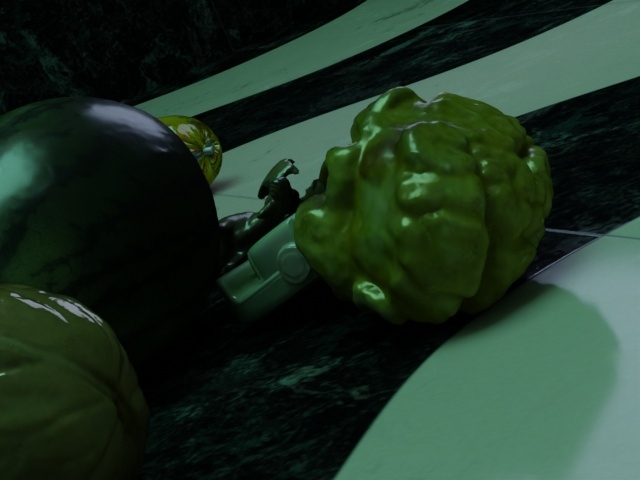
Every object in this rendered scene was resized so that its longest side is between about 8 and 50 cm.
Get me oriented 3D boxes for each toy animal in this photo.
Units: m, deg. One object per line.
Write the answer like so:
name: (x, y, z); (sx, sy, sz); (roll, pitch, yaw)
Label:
toy animal: (-0.083, -0.015, 1.864); (0.214, 0.094, 0.186); (-26, 2, 27)

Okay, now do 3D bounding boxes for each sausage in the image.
sausage: (-0.264, -0.106, 2.497); (0.347, 0.123, 0.123); (-9, 18, 48)

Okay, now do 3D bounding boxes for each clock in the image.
clock: (0.000, 0.000, 1.603); (0.151, 0.062, 0.191); (-31, -4, -38)

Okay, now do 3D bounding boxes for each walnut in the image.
walnut: (-0.248, 0.142, 1.248); (0.261, 0.225, 0.225); (-15, 15, 28)

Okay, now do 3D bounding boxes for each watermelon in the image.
watermelon: (-0.236, 0.006, 1.623); (0.279, 0.279, 0.359); (-16, 13, 30)

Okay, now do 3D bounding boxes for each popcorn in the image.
popcorn: (0.089, -0.017, 1.442); (0.200, 0.226, 0.203); (7, -51, -35)
